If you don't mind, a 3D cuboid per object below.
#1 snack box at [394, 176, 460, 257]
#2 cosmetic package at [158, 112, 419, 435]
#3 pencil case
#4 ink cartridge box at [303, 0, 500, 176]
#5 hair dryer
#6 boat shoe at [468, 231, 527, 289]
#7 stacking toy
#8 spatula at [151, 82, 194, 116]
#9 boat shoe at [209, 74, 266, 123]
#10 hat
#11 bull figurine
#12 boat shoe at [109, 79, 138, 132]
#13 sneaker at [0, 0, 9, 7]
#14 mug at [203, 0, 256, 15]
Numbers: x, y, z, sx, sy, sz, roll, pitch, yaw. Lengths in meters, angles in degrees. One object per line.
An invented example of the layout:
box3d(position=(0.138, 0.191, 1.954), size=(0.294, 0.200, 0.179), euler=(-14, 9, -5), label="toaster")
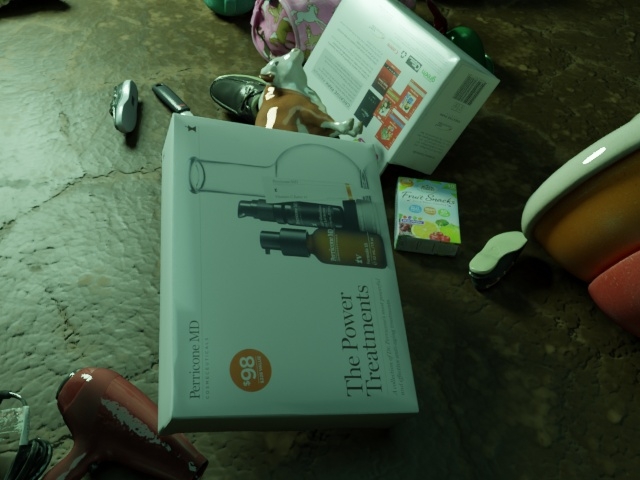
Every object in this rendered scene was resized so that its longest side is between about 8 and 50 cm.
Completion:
box3d(position=(0.172, -0.041, 1.016), size=(0.100, 0.037, 0.141), euler=(8, 46, -1), label="snack box")
box3d(position=(-0.050, 0.037, 0.770), size=(0.284, 0.097, 0.378), euler=(4, 62, -20), label="cosmetic package")
box3d(position=(0.036, -0.505, 1.357), size=(0.386, 0.167, 0.160), euler=(-30, 21, -30), label="pencil case")
box3d(position=(0.112, -0.271, 1.130), size=(0.130, 0.272, 0.309), euler=(7, 37, -46), label="ink cartridge box")
box3d(position=(-0.271, 0.250, 0.683), size=(0.293, 0.080, 0.224), euler=(-6, 64, -5), label="hair dryer")
box3d(position=(0.275, 0.028, 0.964), size=(0.048, 0.042, 0.133), euler=(21, 45, 41), label="boat shoe")
box3d(position=(0.524, 0.079, 0.821), size=(0.350, 0.351, 0.480), euler=(-15, 68, -20), label="stacking toy")
box3d(position=(-0.236, -0.216, 1.134), size=(0.084, 0.030, 0.296), euler=(-23, 53, -27), label="spatula")
box3d(position=(-0.107, -0.251, 1.138), size=(0.223, 0.080, 0.073), euler=(23, 13, 10), label="boat shoe")
box3d(position=(0.304, -0.445, 1.311), size=(0.172, 0.184, 0.209), euler=(18, 47, 9), label="hat")
box3d(position=(-0.044, -0.163, 1.013), size=(0.188, 0.101, 0.311), euler=(14, 73, 16), label="bull figurine")
box3d(position=(-0.362, -0.242, 1.137), size=(0.040, 0.049, 0.142), euler=(-13, 46, 6), label="boat shoe")
box3d(position=(-0.720, -0.547, 1.355), size=(0.296, 0.111, 0.130), euler=(-7, 64, -8), label="sneaker")
box3d(position=(-0.215, -0.569, 1.423), size=(0.129, 0.097, 0.158), euler=(23, 49, 14), label="mug")
